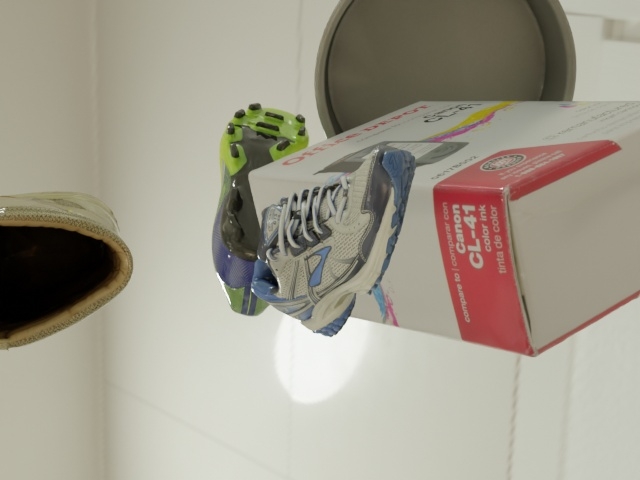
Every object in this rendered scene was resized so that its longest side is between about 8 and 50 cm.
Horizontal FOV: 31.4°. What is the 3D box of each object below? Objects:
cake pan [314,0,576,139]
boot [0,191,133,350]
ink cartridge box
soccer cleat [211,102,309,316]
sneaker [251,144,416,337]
[{"bbox_3d":[0.134,-0.181,1.256,0.293,0.054,0.293,-2,-74,-8],"label":"cake pan"},{"bbox_3d":[-0.258,0.022,0.755,0.262,0.203,0.095,-6,-82,-13],"label":"boot"},{"bbox_3d":[0.121,-0.025,0.920,0.226,0.306,0.131,-25,-69,-34],"label":"ink cartridge box"},{"bbox_3d":[-0.066,-0.040,1.178,0.289,0.093,0.121,-86,6,-53],"label":"soccer cleat"},{"bbox_3d":[0.000,0.000,0.518,0.058,0.135,0.052,21,-127,-7],"label":"sneaker"}]
